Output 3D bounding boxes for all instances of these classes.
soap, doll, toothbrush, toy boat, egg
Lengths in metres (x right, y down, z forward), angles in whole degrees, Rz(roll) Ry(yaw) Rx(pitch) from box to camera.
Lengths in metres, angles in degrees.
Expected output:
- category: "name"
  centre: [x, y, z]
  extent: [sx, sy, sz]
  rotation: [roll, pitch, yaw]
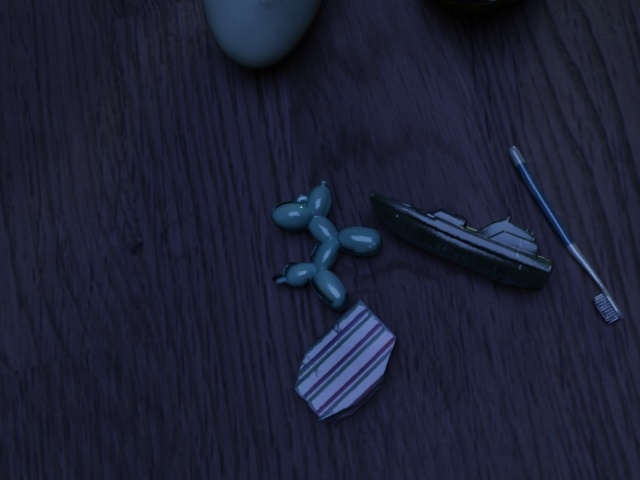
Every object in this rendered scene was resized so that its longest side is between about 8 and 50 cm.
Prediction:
- category: "soap"
  centre: [0.034, 0.165, 1.268]
  extent: [0.149, 0.056, 0.100]
  rotation: [-44, 72, -5]
- category: "doll"
  centre: [0.000, 0.000, 1.314]
  extent: [0.158, 0.059, 0.159]
  rotation: [23, 81, 12]
- category: "toothbrush"
  centre: [0.321, -0.010, 1.293]
  extent: [0.025, 0.019, 0.276]
  rotation: [-31, 74, 7]
- category: "toy boat"
  centre: [0.185, -0.013, 1.281]
  extent: [0.260, 0.078, 0.085]
  rotation: [23, 97, 12]
- category: "egg"
  centre: [-0.081, -0.371, 1.357]
  extent: [0.182, 0.183, 0.264]
  rotation: [7, 84, 9]

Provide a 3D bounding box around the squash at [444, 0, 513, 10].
- category: "squash"
  centre: [0.241, -0.397, 1.337]
  extent: [0.236, 0.155, 0.204]
  rotation: [-19, 75, 5]
